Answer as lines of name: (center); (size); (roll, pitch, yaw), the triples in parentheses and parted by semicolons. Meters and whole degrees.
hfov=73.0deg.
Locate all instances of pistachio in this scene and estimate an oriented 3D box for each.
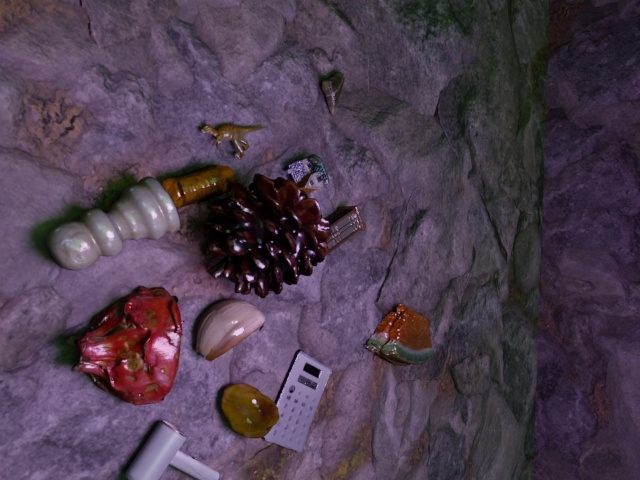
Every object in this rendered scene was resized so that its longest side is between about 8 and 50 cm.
pistachio: (-0.178, 0.442, 1.104); (0.189, 0.100, 0.110); (52, 53, -30)

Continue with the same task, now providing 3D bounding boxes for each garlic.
garlic: (-0.208, 0.207, 1.079); (0.206, 0.115, 0.128); (-20, 96, -43)

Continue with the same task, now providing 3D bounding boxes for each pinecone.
pinecone: (-0.140, -0.005, 1.032); (0.296, 0.242, 0.298); (-42, 99, -10)

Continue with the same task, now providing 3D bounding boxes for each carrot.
carrot: (-0.288, -0.133, 1.039); (0.173, 0.082, 0.082); (-30, 108, -43)

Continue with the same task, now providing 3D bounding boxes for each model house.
model house: (-0.046, -0.188, 1.254); (0.100, 0.087, 0.101); (-31, 105, -40)

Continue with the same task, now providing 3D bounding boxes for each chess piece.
chess piece: (-0.427, -0.026, 0.888); (0.243, 0.133, 0.133); (-35, 111, -32)

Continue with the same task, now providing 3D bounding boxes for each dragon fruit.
dragon fruit: (-0.401, 0.228, 0.891); (0.211, 0.134, 0.262); (5, 85, -39)

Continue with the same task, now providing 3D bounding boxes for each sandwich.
sandwich: (0.305, 0.350, 1.535); (0.292, 0.109, 0.212); (40, 64, -33)

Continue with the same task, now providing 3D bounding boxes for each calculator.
calculator: (-0.062, 0.465, 1.261); (0.161, 0.021, 0.262); (39, 64, -34)

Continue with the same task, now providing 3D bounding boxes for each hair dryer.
hair dryer: (-0.324, 0.527, 1.007); (0.131, 0.073, 0.236); (-58, 132, -25)

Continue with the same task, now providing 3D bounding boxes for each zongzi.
zongzi: (0.051, -0.469, 1.381); (0.104, 0.052, 0.113); (-48, 132, -39)

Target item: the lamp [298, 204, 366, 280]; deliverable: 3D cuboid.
lamp: (0.000, 0.000, 1.289); (0.325, 0.090, 0.089); (-34, 112, -36)

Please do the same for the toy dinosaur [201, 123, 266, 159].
toy dinosaur: (-0.225, -0.289, 1.130); (0.126, 0.039, 0.162); (46, 59, -29)
